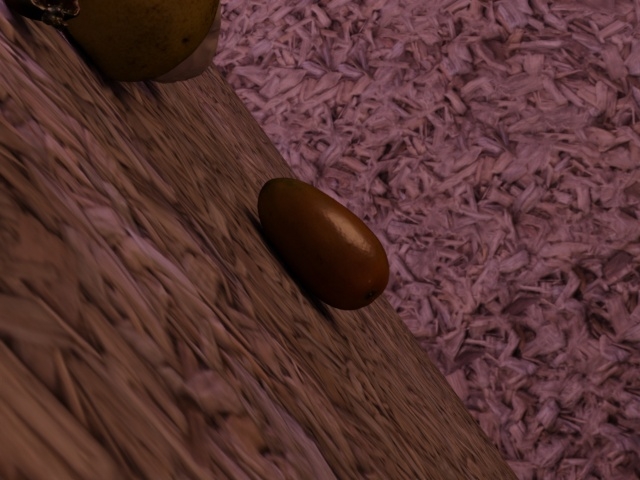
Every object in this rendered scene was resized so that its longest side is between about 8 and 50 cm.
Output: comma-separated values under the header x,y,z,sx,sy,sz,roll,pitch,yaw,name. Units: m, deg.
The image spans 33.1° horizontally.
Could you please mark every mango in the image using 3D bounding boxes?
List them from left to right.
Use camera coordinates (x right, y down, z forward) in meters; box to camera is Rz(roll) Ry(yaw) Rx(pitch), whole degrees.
x,y,z,sx,sy,sz,roll,pitch,yaw,name
0.002,0.002,1.489,0.221,0.120,0.151,45,2,-9,mango

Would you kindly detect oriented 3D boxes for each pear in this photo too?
x,y,z,sx,sy,sz,roll,pitch,yaw,name
-0.203,-0.284,1.204,0.197,0.197,0.197,52,4,-5,pear

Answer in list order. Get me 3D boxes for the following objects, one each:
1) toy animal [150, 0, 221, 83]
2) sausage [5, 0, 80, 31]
x,y,z,sx,sy,sz,roll,pitch,yaw,name
-0.247,-0.316,1.455,0.308,0.188,0.266,40,-29,53,toy animal
-0.312,-0.317,1.041,0.372,0.082,0.082,56,5,32,sausage
